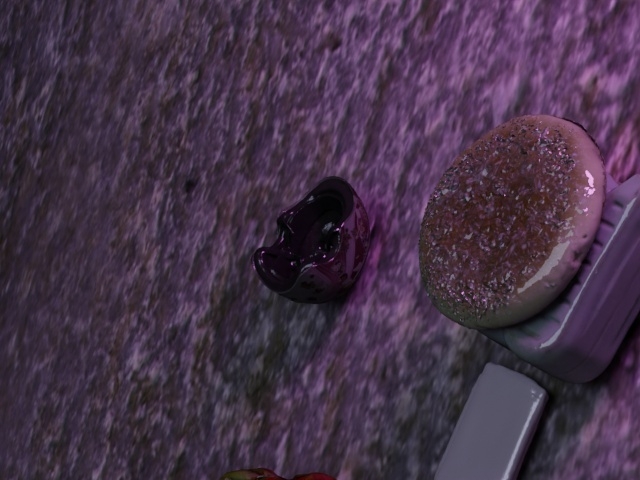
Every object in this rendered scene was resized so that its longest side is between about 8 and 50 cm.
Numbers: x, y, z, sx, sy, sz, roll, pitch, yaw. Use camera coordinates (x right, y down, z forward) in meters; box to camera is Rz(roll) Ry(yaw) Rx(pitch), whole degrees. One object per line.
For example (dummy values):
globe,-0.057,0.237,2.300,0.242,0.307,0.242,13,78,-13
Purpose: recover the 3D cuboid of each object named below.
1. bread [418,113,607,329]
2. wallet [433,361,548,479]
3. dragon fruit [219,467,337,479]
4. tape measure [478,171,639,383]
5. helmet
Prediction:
bread,0.210,-0.027,2.106,0.267,0.040,0.267,-26,50,35
wallet,0.200,0.240,2.202,0.124,0.032,0.183,22,88,55
dragon fruit,-0.043,0.382,2.306,0.269,0.198,0.200,7,55,35
tape measure,0.284,0.026,2.125,0.246,0.125,0.243,33,93,51
helmet,0.006,0.015,2.514,0.177,0.107,0.153,-55,30,-14
